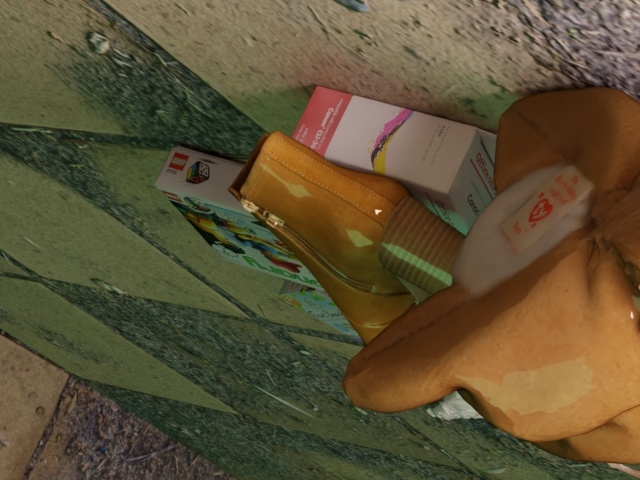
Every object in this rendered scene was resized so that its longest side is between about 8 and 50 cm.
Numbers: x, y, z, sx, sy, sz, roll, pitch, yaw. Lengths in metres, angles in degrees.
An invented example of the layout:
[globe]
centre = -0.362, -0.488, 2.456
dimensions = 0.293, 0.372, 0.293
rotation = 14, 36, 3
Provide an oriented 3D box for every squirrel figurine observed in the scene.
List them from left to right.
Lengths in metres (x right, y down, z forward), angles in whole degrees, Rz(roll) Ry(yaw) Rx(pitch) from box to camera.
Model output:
[squirrel figurine]
centre = 0.294, 0.092, 1.416
dimensions = 0.370, 0.281, 0.397
rotation = 43, 150, -24

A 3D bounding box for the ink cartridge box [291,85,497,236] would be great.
[ink cartridge box]
centre = 0.085, -0.056, 1.679
dimensions = 0.198, 0.067, 0.115
rotation = 17, 162, 28

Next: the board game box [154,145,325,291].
[board game box]
centre = 0.000, 0.000, 2.020
dimensions = 0.305, 0.053, 0.193
rotation = 17, 163, 27

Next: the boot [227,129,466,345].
[boot]
centre = 0.017, 0.003, 1.701
dimensions = 0.211, 0.104, 0.295
rotation = 31, 160, 4

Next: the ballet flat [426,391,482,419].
[ballet flat]
centre = 0.194, 0.090, 1.768
dimensions = 0.147, 0.147, 0.409
rotation = 25, 157, -1

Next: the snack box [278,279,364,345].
[snack box]
centre = 0.034, 0.079, 2.256
dimensions = 0.141, 0.037, 0.100
rotation = 31, 162, -19
